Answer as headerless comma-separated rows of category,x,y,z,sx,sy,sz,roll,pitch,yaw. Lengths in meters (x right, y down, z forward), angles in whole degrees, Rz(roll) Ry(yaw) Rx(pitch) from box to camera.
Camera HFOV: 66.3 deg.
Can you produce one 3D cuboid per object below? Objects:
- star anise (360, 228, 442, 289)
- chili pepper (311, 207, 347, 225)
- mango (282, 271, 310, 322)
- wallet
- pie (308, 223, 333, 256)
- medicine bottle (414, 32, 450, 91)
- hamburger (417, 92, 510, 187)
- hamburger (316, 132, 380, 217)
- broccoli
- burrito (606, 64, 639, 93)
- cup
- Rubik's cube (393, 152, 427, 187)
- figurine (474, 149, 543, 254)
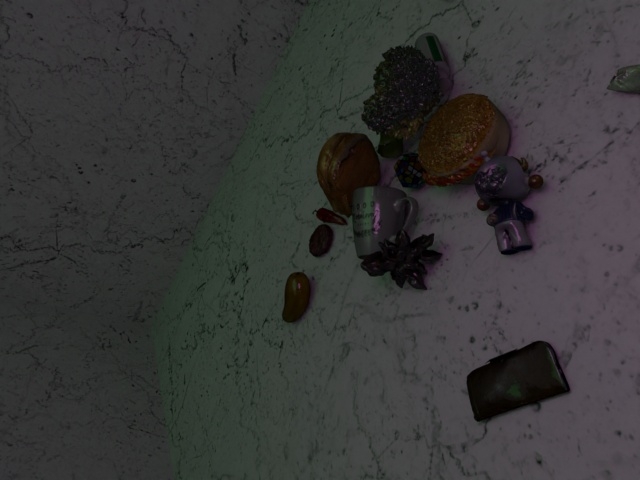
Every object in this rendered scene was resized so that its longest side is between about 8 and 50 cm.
star anise,0.254,0.062,1.534,0.283,0.212,0.129,-36,32,32
chili pepper,0.031,-0.104,2.095,0.059,0.050,0.268,-55,32,-5
mango,-0.106,0.243,2.069,0.136,0.099,0.227,27,104,54
wallet,0.468,0.341,1.197,0.255,0.031,0.137,-39,42,39
pie,0.000,0.000,2.096,0.154,0.036,0.154,-33,47,44
medicine bottle,0.409,-0.643,1.775,0.095,0.095,0.260,-41,41,38
hamburger,0.424,-0.303,1.482,0.276,0.179,0.294,-12,64,55
hamburger,0.099,-0.251,1.825,0.158,0.319,0.318,10,81,35
broccoli,0.251,-0.421,1.652,0.275,0.353,0.397,42,128,21
burrito,0.748,-0.385,1.162,0.118,0.044,0.074,24,96,56
cup,0.222,-0.057,1.660,0.258,0.186,0.233,-12,71,50
Rubik's cube,0.317,-0.240,1.674,0.133,0.133,0.111,31,125,58
figurine,0.490,-0.100,1.326,0.194,0.133,0.274,9,91,58
